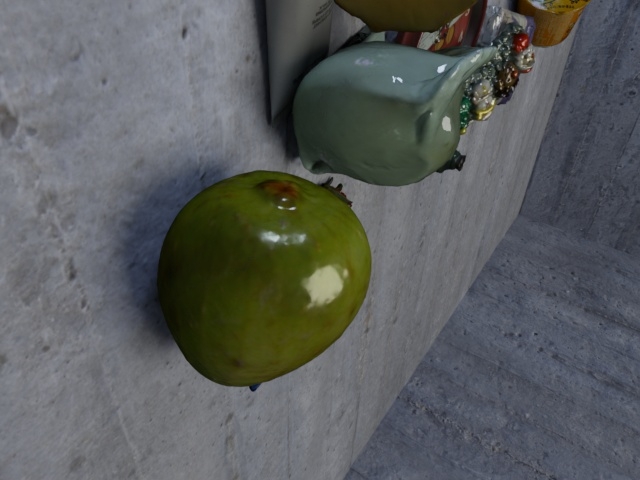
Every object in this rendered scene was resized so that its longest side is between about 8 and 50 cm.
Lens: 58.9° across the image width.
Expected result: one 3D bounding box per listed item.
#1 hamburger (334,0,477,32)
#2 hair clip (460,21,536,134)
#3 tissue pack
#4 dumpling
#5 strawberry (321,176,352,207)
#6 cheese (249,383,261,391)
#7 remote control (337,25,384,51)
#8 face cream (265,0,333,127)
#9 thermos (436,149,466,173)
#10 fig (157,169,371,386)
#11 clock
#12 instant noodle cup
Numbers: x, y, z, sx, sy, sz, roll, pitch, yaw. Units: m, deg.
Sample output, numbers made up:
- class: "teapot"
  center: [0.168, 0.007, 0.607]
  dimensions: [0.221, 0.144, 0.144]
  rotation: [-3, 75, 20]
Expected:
- class: "hamburger"
  center: [0.137, -0.435, 0.735]
  dimensions: [0.276, 0.276, 0.237]
  rotation: [79, 33, -52]
- class: "hair clip"
  center: [0.373, -0.346, 1.235]
  dimensions: [0.321, 0.091, 0.138]
  rotation: [-46, 138, -16]
- class: "tissue pack"
  center: [0.417, -0.459, 1.430]
  dimensions: [0.343, 0.125, 0.243]
  rotation: [-23, 134, -53]
- class: "dumpling"
  center: [0.093, -0.179, 0.820]
  dimensions: [0.270, 0.320, 0.212]
  rotation: [-21, 121, -50]
- class: "strawberry"
  center: [0.005, 0.001, 1.053]
  dimensions: [0.167, 0.087, 0.208]
  rotation: [-36, 144, -51]
- class: "cheese"
  center: [-0.064, 0.189, 1.106]
  dimensions: [0.250, 0.064, 0.157]
  rotation: [-49, 149, -39]
- class: "remote control"
  center: [0.058, -0.306, 0.953]
  dimensions: [0.166, 0.029, 0.065]
  rotation: [-49, 152, -32]
- class: "face cream"
  center: [-0.029, -0.299, 0.740]
  dimensions: [0.143, 0.089, 0.314]
  rotation: [-52, 164, -29]
- class: "thermos"
  center: [0.210, -0.191, 1.171]
  dimensions: [0.083, 0.187, 0.073]
  rotation: [-31, 139, -49]
- class: "fig"
  center: [-0.087, 0.067, 0.737]
  dimensions: [0.258, 0.258, 0.326]
  rotation: [-31, 155, -52]
- class: "clock"
  center: [0.232, -0.411, 1.151]
  dimensions: [0.318, 0.080, 0.319]
  rotation: [-42, 151, -30]
- class: "instant noodle cup"
  center: [0.672, -0.688, 1.662]
  dimensions: [0.216, 0.215, 0.172]
  rotation: [-58, 163, -17]
